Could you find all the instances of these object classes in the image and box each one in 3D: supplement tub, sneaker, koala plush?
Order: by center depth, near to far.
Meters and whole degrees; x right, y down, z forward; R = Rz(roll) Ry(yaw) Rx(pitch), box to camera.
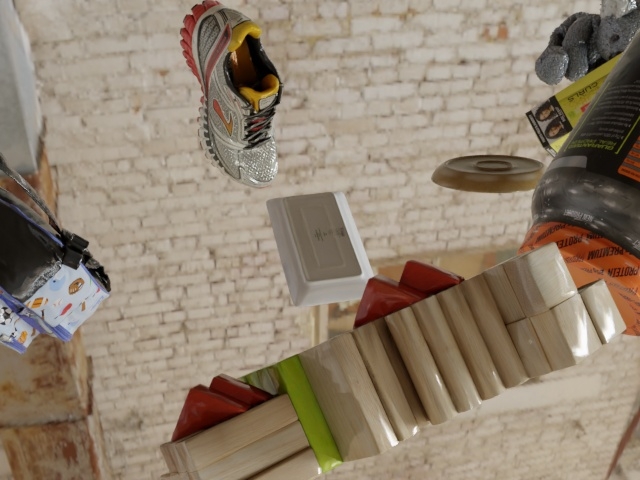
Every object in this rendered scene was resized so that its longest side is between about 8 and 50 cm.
[{"bbox_3d":[0.370,-0.079,0.938,0.207,0.207,0.338,29,-104,31],"label":"supplement tub"},{"bbox_3d":[-0.088,-0.149,0.959,0.092,0.225,0.088,26,-126,39],"label":"sneaker"},{"bbox_3d":[0.565,-0.392,1.669,0.196,0.221,0.203,30,-117,-11],"label":"koala plush"}]

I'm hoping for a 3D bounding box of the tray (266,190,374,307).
[{"bbox_3d":[0.000,0.000,1.456,0.145,0.030,0.270,-6,-137,-11],"label":"tray"}]

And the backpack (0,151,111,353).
[{"bbox_3d":[-0.434,0.041,1.243,0.276,0.263,0.213,40,-96,22],"label":"backpack"}]

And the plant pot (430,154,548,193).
[{"bbox_3d":[0.329,-0.131,1.643,0.236,0.032,0.236,-2,-163,1],"label":"plant pot"}]

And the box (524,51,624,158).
[{"bbox_3d":[0.484,-0.245,1.513,0.232,0.058,0.087,-31,-119,23],"label":"box"}]

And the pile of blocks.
[{"bbox_3d":[0.038,0.088,0.640,0.362,0.149,0.113,-23,-95,-8],"label":"pile of blocks"}]
